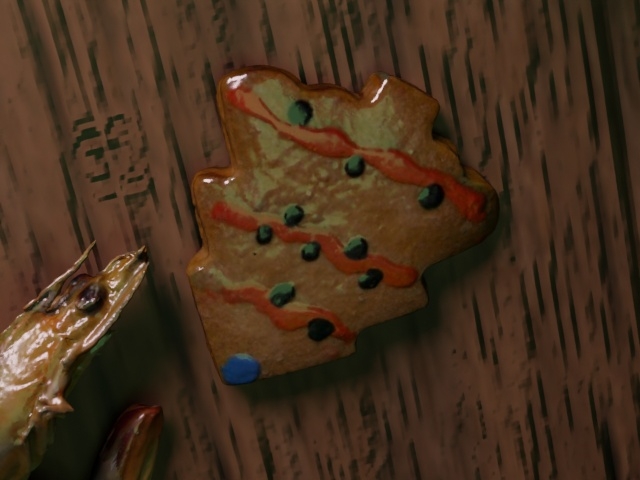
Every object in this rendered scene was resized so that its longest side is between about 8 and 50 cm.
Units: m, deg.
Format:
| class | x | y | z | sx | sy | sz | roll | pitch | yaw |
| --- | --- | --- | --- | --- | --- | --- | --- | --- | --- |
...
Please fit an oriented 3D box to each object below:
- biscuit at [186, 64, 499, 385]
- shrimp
| class | x | y | z | sx | sy | sz | roll | pitch | yaw |
| --- | --- | --- | --- | --- | --- | --- | --- | --- | --- |
| biscuit | 0.000 | 0.000 | 0.545 | 0.119 | 0.019 | 0.130 | 25 | 105 | -20 |
| shrimp | -0.093 | 0.075 | 0.543 | 0.095 | 0.045 | 0.162 | 34 | 100 | -22 |
